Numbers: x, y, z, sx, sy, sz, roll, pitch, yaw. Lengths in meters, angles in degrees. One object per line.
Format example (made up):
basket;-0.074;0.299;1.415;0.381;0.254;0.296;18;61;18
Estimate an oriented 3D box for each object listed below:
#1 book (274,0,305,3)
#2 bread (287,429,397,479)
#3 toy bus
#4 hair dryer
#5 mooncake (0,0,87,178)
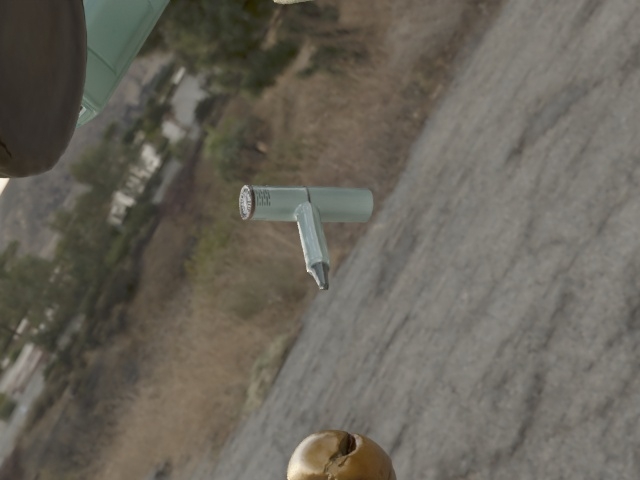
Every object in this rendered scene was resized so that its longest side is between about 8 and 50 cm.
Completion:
book;-0.016;-0.499;1.786;0.352;0.239;0.035;4;51;45
bread;0.024;0.241;1.112;0.077;0.114;0.189;-59;-16;-31
toy bus;-0.301;-0.280;1.446;0.165;0.133;0.271;-11;47;49
hair dryer;0.008;0.001;1.207;0.183;0.155;0.044;-119;36;-46
mooncake;-0.353;-0.206;1.097;0.284;0.156;0.284;4;-90;-77
